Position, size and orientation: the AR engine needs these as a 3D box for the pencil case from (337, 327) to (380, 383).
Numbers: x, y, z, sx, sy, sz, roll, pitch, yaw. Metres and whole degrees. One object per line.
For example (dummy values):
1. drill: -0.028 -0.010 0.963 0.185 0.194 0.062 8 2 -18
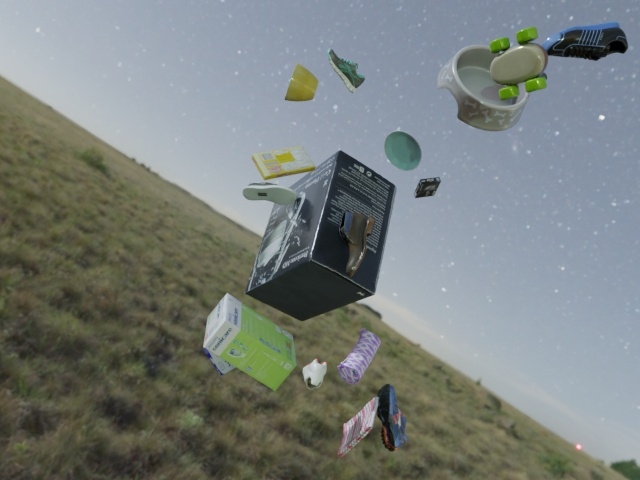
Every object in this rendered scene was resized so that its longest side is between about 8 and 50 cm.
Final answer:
1. pencil case: 0.131 0.398 1.926 0.088 0.206 0.086 42 -49 1

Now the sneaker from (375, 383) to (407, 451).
1. sneaker: 0.249 0.607 1.942 0.087 0.222 0.083 -2 -7 -37

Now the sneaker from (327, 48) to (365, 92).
1. sneaker: 0.087 -0.576 1.867 0.166 0.076 0.065 47 18 -29

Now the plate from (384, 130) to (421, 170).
1. plate: 0.360 -0.391 2.430 0.188 0.024 0.188 27 -43 28

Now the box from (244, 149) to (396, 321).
1. box: 0.000 0.000 2.126 0.297 0.472 0.479 28 -33 -24

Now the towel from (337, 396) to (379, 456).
1. towel: 0.128 0.633 1.914 0.029 0.197 0.144 35 29 -5

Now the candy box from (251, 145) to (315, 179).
1. candy box: -0.126 -0.269 1.941 0.105 0.205 0.027 60 -35 22

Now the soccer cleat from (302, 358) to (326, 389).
1. soccer cleat: -0.023 0.400 1.639 0.068 0.076 0.196 20 -24 1

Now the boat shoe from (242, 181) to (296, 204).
1. boat shoe: -0.188 -0.191 2.149 0.219 0.070 0.078 8 -53 17

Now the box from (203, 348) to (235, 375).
1. box: -0.355 0.422 2.114 0.126 0.137 0.072 55 40 2

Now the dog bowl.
1. dog bowl: 0.605 -0.568 2.052 0.348 0.349 0.102 32 -31 3

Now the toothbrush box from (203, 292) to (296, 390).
1. toothbrush box: -0.228 0.328 1.839 0.283 0.122 0.206 37 11 -18

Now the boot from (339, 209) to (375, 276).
1. boot: 0.094 0.006 1.809 0.106 0.219 0.082 24 -25 -9

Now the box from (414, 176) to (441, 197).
1. box: 0.341 -0.169 1.795 0.083 0.067 0.018 103 -24 -60

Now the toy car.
1. toy car: 0.558 -0.471 1.496 0.188 0.155 0.148 -19 9 -41

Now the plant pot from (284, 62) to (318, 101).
1. plant pot: -0.062 -0.542 1.970 0.095 0.134 0.134 19 -3 -7

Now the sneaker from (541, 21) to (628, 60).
1. sneaker: 0.754 -0.553 1.595 0.081 0.232 0.091 72 6 -64
